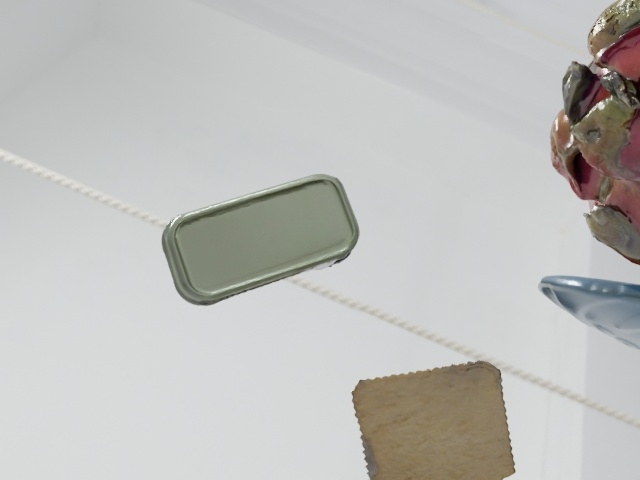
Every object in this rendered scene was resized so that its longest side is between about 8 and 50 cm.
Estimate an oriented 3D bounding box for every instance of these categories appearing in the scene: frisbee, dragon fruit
[{"bbox_3d":[0.324,0.087,0.689,0.289,0.289,0.049,81,-156,-86],"label":"frisbee"},{"bbox_3d":[0.310,-0.113,0.560,0.269,0.250,0.291,-47,-22,-39],"label":"dragon fruit"}]

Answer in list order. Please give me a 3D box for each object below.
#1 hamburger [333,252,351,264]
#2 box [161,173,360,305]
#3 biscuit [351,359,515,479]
[{"bbox_3d":[0.000,0.000,1.472,0.140,0.133,0.062,-95,-6,-62],"label":"hamburger"},{"bbox_3d":[-0.089,0.014,1.218,0.178,0.274,0.138,116,137,-76],"label":"box"},{"bbox_3d":[0.180,0.312,1.282,0.013,0.236,0.232,-64,-36,-81],"label":"biscuit"}]
